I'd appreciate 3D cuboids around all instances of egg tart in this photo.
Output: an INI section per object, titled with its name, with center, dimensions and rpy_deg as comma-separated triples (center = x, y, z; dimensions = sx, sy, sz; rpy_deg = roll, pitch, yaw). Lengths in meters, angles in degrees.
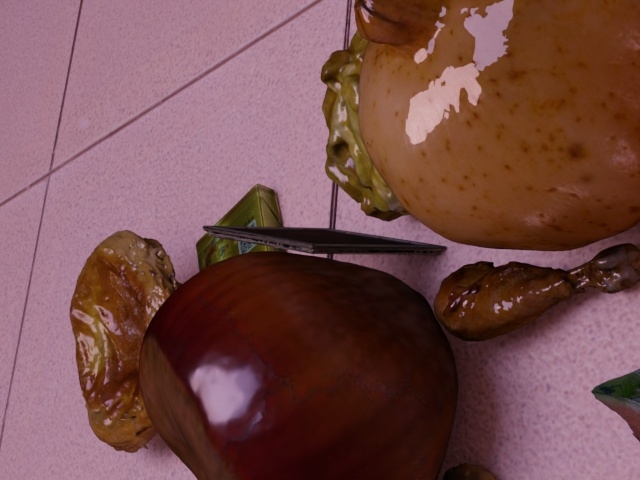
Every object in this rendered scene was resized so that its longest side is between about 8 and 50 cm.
[egg tart]
center = -0.280, 0.158, 1.927
dimensions = 0.352, 0.150, 0.352
rpy_deg = -5, 84, 55

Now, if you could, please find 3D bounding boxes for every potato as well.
[potato]
center = 0.168, 0.277, 1.367
dimensions = 0.083, 0.040, 0.051
rpy_deg = 6, 82, 56

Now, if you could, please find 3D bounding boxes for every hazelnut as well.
[hazelnut]
center = -0.022, 0.187, 1.436
dimensions = 0.359, 0.359, 0.409
rpy_deg = -59, 34, 12

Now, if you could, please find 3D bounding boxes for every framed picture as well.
[framed picture]
center = 0.000, 0.000, 1.609
dimensions = 0.274, 0.217, 0.017
rpy_deg = 9, 97, 57

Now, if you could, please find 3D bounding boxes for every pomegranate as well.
[pomegranate]
center = 0.202, -0.175, 1.246
dimensions = 0.410, 0.410, 0.410
rpy_deg = -30, 49, 42

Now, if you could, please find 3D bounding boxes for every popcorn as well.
[popcorn]
center = 0.099, -0.125, 1.538
dimensions = 0.286, 0.174, 0.225
rpy_deg = 94, 155, -55

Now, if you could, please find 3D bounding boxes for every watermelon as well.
[watermelon]
center = 0.360, 0.162, 1.172
dimensions = 0.101, 0.080, 0.155
rpy_deg = -38, 26, -20

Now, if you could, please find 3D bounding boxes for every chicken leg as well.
[chicken leg]
center = 0.240, 0.055, 1.352
dimensions = 0.251, 0.087, 0.107
rpy_deg = -17, 15, 37

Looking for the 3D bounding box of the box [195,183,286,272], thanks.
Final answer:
[box]
center = -0.113, 0.081, 1.855
dimensions = 0.173, 0.043, 0.311
rpy_deg = -43, 42, 32
